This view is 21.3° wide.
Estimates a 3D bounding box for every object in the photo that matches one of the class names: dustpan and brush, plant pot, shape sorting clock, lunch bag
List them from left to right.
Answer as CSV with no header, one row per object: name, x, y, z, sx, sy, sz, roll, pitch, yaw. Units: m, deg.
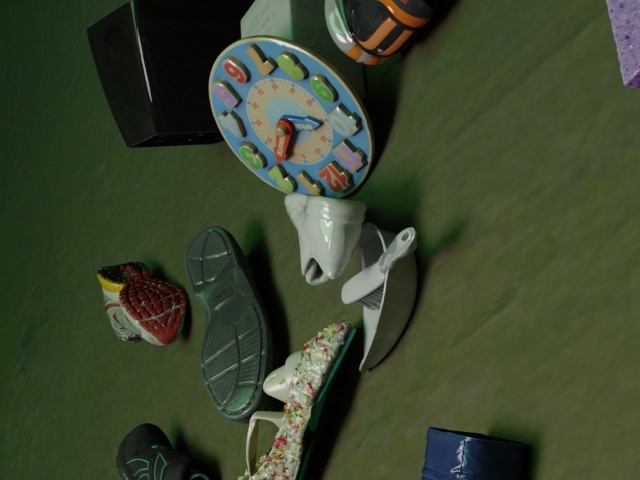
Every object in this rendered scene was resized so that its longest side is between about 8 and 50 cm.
plant pot,-0.176,-0.210,2.176,0.188,0.187,0.167,-14,82,64
shape sorting clock,-0.034,-0.128,1.830,0.040,0.206,0.206,-54,4,-40
dustpan and brush,0.064,0.032,1.684,0.211,0.060,0.147,-38,47,56
lunch bag,0.129,0.200,1.472,0.098,0.067,0.065,180,99,-66

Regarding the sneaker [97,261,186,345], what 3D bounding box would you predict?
sneaker,-0.237,0.100,2.313,0.225,0.088,0.093,-143,45,-63

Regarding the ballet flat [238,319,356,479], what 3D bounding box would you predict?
ballet flat,-0.033,0.185,1.799,0.091,0.077,0.241,-51,-19,-71

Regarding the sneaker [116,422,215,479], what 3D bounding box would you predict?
sneaker,-0.175,0.304,2.099,0.106,0.101,0.267,-48,33,14

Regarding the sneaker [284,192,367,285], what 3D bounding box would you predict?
sneaker,0.000,0.000,1.770,0.212,0.080,0.094,-161,77,-85

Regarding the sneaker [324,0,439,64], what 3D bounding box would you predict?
sneaker,0.078,-0.356,1.757,0.180,0.124,0.321,-35,61,52

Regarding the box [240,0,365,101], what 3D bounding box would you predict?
box,-0.022,-0.207,1.924,0.130,0.091,0.171,-45,41,50

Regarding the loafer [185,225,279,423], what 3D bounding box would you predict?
loafer,-0.090,0.102,2.001,0.096,0.084,0.268,-30,51,20

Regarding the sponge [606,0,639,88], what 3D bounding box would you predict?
sponge,0.270,-0.238,1.372,0.117,0.031,0.210,-49,39,49
